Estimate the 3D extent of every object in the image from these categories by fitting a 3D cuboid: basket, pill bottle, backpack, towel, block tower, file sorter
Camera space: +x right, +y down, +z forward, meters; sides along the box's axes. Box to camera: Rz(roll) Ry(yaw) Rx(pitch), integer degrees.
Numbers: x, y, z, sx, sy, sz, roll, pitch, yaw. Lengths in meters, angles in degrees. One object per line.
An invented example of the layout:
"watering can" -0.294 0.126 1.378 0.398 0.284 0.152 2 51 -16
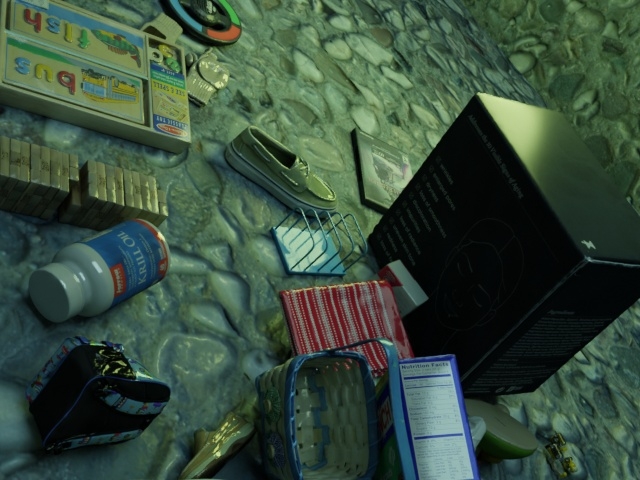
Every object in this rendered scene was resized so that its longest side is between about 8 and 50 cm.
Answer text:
"basket" 0.029 0.301 1.296 0.201 0.289 0.254 4 75 -46
"pill bottle" -0.363 0.052 1.300 0.124 0.124 0.221 50 37 4
"backpack" -0.318 0.228 1.161 0.173 0.158 0.117 19 25 -52
"towel" 0.057 0.178 1.555 0.275 0.031 0.198 -4 69 -36
"block tower" -0.443 -0.090 1.381 0.335 0.097 0.091 16 46 -37
"file sorter" 0.000 0.000 1.729 0.170 0.104 0.118 4 53 -42

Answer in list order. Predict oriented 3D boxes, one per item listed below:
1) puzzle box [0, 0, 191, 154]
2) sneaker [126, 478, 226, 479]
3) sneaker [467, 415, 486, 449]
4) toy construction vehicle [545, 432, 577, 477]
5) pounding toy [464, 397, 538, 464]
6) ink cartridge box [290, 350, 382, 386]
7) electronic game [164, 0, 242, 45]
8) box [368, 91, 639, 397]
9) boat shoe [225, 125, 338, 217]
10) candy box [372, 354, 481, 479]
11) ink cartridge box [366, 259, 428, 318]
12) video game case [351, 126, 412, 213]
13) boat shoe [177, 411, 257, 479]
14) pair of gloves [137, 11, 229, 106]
"puzzle box" -0.460 -0.347 1.608 0.409 0.052 0.272 13 56 -37
"sneaker" -0.248 0.416 1.066 0.366 0.135 0.150 7 49 -40
"sneaker" 0.258 0.449 1.556 0.232 0.090 0.115 -43 107 -23
"toy construction vehicle" 0.570 0.515 1.882 0.086 0.035 0.098 7 53 -55
"pounding toy" 0.354 0.426 1.710 0.183 0.110 0.237 24 11 -11
"ink cartridge box" 0.056 0.239 1.601 0.235 0.056 0.171 34 38 -19
"electronic game" -0.302 -0.592 2.029 0.229 0.048 0.229 27 40 -25
"box" 0.409 0.019 1.745 0.297 0.471 0.479 4 47 -32
"boat shoe" -0.073 -0.152 1.806 0.302 0.094 0.109 28 40 -23
"candy box" 0.170 0.391 1.351 0.122 0.268 0.317 -1 60 -11
"ink cartridge box" 0.140 0.130 1.709 0.109 0.150 0.063 54 33 10
"video game case" 0.178 -0.172 2.137 0.196 0.026 0.274 23 42 -29
"boat shoe" -0.181 0.337 1.276 0.072 0.068 0.190 40 25 11
"pair of gloves" -0.324 -0.437 1.868 0.240 0.042 0.204 40 36 -10
